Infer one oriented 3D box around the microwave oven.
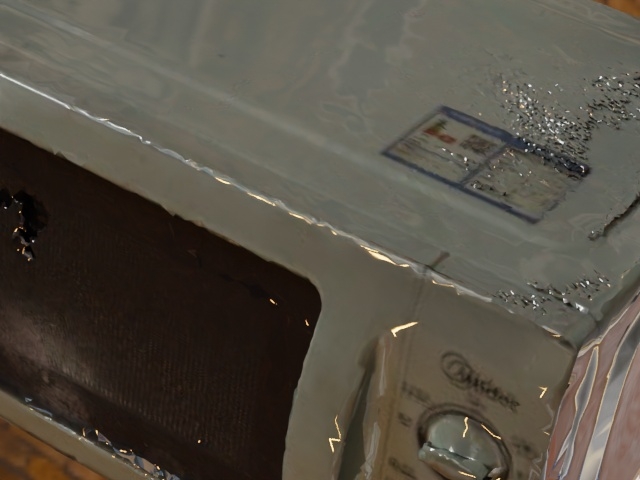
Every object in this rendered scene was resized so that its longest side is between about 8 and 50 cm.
[{"bbox_3d":[0.000,0.000,0.675,0.237,0.295,0.181,-38,-35,-46],"label":"microwave oven"}]
